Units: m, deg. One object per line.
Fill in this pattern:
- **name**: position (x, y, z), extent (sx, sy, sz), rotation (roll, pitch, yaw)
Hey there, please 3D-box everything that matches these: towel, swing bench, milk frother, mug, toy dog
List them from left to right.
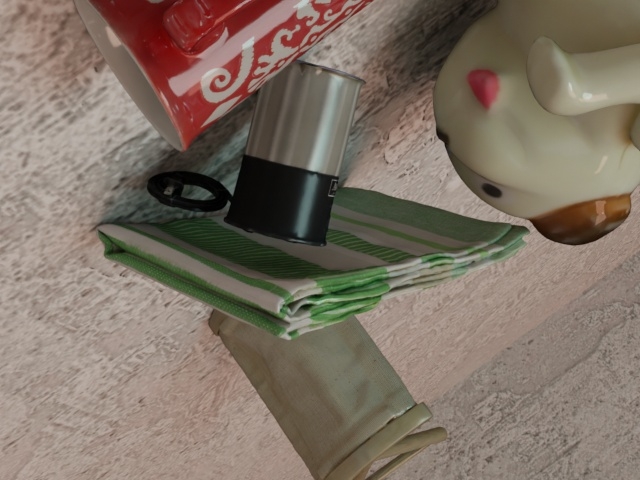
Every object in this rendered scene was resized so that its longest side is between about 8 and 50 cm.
- **milk frother**: position (-0.054, -0.078, 0.718), extent (0.129, 0.143, 0.134), rotation (-152, -105, -75)
- **mug**: position (-0.040, -0.140, 0.540), extent (0.169, 0.150, 0.113), rotation (-36, 129, -12)
- **towel**: position (0.000, 0.000, 0.802), extent (0.325, 0.248, 0.038), rotation (-14, 114, -45)
- **swing bench**: position (0.005, 0.168, 1.080), extent (0.165, 0.253, 0.254), rotation (-36, 158, -1)
- **toy dog**: position (0.261, -0.188, 0.754), extent (0.408, 0.284, 0.395), rotation (-43, 162, 30)
